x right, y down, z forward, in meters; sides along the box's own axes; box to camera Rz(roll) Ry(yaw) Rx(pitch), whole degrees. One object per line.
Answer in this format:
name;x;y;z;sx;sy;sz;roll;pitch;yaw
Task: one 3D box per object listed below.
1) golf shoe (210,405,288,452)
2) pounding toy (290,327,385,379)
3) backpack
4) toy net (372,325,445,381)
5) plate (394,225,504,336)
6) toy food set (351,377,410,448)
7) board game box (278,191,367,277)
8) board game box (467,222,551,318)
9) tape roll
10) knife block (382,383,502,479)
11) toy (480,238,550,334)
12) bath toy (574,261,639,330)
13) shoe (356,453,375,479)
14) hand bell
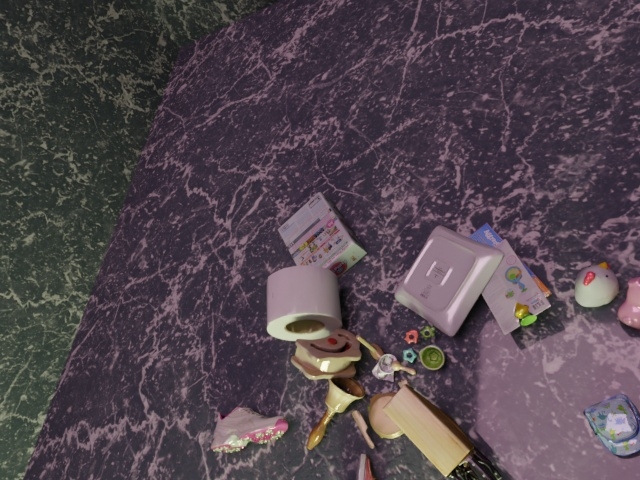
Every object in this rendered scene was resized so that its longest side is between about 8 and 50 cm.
golf shoe;-0.241;0.606;1.595;0.306;0.115;0.140;-24;51;23
pounding toy;0.054;0.311;1.462;0.154;0.269;0.155;-130;50;-57
backpack;0.650;0.406;1.052;0.105;0.084;0.114;-34;53;21
toy net;0.241;0.337;1.394;0.232;0.045;0.122;-27;79;22
plate;0.356;0.101;1.416;0.278;0.045;0.277;-59;34;2
toy food set;0.198;0.497;1.380;0.192;0.038;0.132;-36;57;9
board game box;0.000;0.000;1.755;0.224;0.097;0.303;-42;47;12
board game box;0.503;0.089;1.375;0.145;0.027;0.281;-41;48;14
tape roll;-0.056;0.210;1.581;0.246;0.246;0.169;-21;54;27
knife block;0.303;0.500;1.163;0.088;0.276;0.242;-50;18;3
toy;0.505;0.126;1.290;0.137;0.056;0.237;-43;37;25
bath toy;0.750;0.146;1.091;0.348;0.129;0.151;33;88;44
shoe;0.140;0.675;1.309;0.081;0.063;0.178;8;41;1
hand bell;0.023;0.532;1.459;0.126;0.126;0.242;36;102;43
